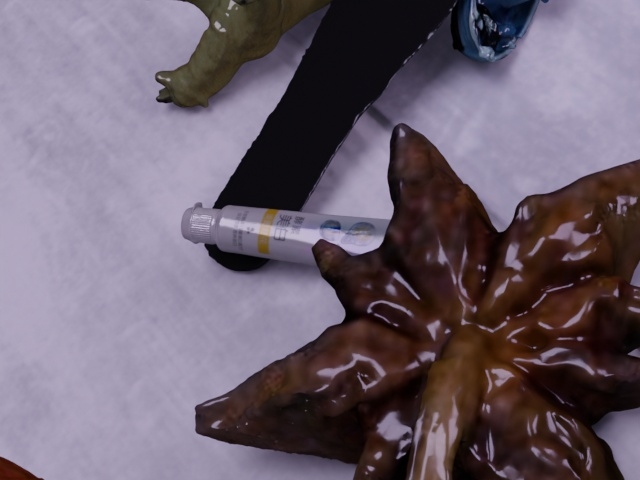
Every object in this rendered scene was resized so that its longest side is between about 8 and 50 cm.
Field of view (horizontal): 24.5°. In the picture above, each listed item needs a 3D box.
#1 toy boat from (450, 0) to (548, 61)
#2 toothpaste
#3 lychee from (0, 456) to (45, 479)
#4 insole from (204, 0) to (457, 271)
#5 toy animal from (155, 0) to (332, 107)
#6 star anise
[{"bbox_3d":[0.132,-0.178,1.005,0.061,0.060,0.137,5,60,52],"label":"toy boat"},{"bbox_3d":[0.000,0.000,0.959,0.190,0.031,0.048,7,69,19],"label":"toothpaste"},{"bbox_3d":[-0.210,0.233,0.787,0.255,0.255,0.300,-33,39,4],"label":"lychee"},{"bbox_3d":[0.020,-0.118,1.017,0.109,0.007,0.322,30,87,45],"label":"insole"},{"bbox_3d":[-0.040,-0.183,1.082,0.219,0.101,0.103,-41,52,-7],"label":"toy animal"},{"bbox_3d":[0.082,0.074,0.827,0.292,0.109,0.349,25,73,43],"label":"star anise"}]
